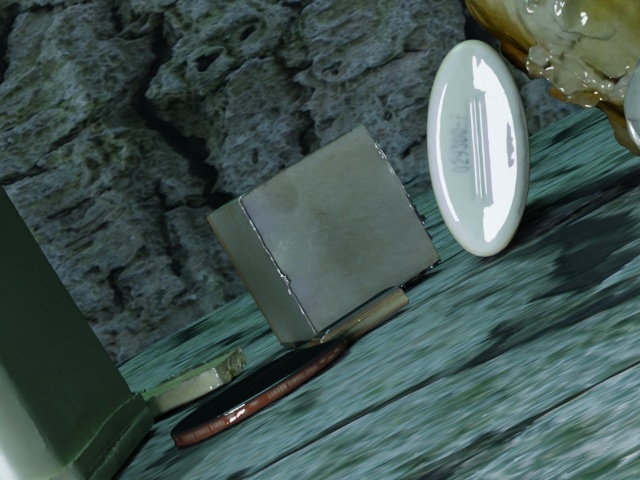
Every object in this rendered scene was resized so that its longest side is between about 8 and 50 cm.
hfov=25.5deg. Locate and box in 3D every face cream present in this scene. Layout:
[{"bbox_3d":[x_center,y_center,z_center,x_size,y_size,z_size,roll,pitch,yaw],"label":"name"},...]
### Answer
[{"bbox_3d":[0.145,-0.087,1.269,0.081,0.174,0.348,-4,5,8],"label":"face cream"}]

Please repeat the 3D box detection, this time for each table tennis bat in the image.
[{"bbox_3d":[-0.019,0.093,1.061,0.220,0.019,0.130,-32,4,-29],"label":"table tennis bat"}]

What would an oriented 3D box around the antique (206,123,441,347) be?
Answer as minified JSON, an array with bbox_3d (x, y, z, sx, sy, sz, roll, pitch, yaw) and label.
[{"bbox_3d":[0.000,0.000,1.288,0.146,0.152,0.148,-31,5,-20],"label":"antique"}]

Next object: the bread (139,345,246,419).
[{"bbox_3d":[-0.142,0.147,1.343,0.153,0.028,0.068,-28,2,22],"label":"bread"}]

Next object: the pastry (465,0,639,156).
[{"bbox_3d":[0.214,-0.156,1.093,0.121,0.257,0.236,-57,12,7],"label":"pastry"}]

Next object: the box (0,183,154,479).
[{"bbox_3d":[-0.310,0.069,1.109,0.177,0.344,0.352,-31,2,4],"label":"box"}]

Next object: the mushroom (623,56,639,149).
[{"bbox_3d":[0.261,-0.087,0.691,0.096,0.099,0.278,-42,13,-32],"label":"mushroom"}]
